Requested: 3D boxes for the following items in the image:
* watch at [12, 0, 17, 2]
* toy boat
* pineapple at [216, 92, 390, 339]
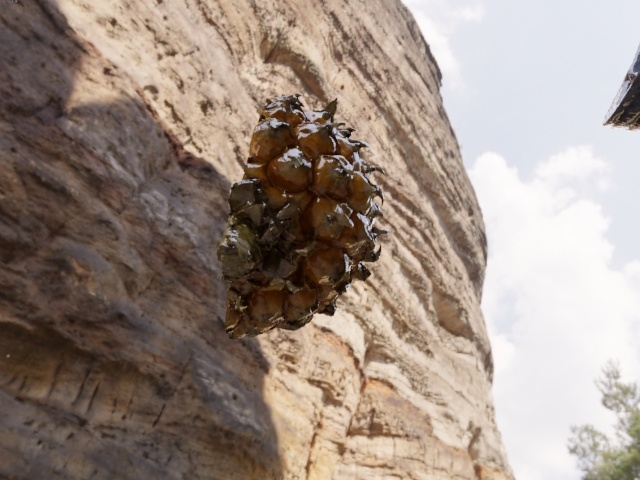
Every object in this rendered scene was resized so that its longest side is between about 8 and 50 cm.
[{"bbox_3d":[-0.876,-0.730,1.366,0.276,0.068,0.274,25,-9,-26],"label":"watch"},{"bbox_3d":[0.464,-0.247,0.742,0.078,0.127,0.283,22,-29,14],"label":"toy boat"},{"bbox_3d":[0.000,0.001,0.664,0.208,0.286,0.345,7,-78,-2],"label":"pineapple"}]
